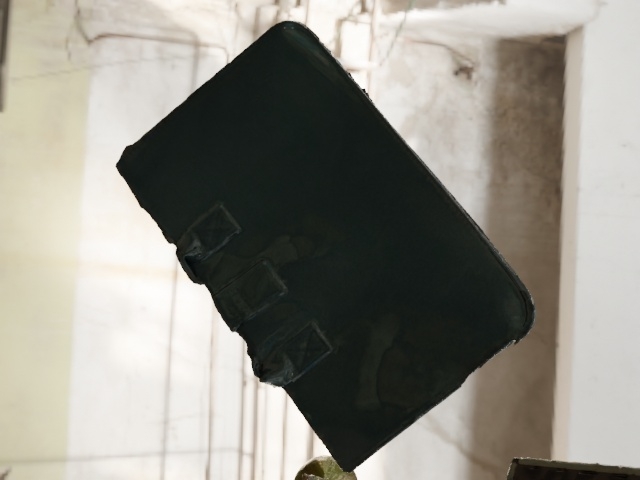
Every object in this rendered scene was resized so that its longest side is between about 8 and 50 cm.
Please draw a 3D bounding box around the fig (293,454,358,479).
[{"bbox_3d":[-0.001,0.340,1.248,0.166,0.093,0.093,-4,98,-79],"label":"fig"}]

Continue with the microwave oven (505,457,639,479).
[{"bbox_3d":[0.282,0.424,0.881,0.218,0.286,0.355,-9,-133,50],"label":"microwave oven"}]

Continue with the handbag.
[{"bbox_3d":[0.000,0.000,0.520,0.221,0.144,0.057,54,-4,9],"label":"handbag"}]
